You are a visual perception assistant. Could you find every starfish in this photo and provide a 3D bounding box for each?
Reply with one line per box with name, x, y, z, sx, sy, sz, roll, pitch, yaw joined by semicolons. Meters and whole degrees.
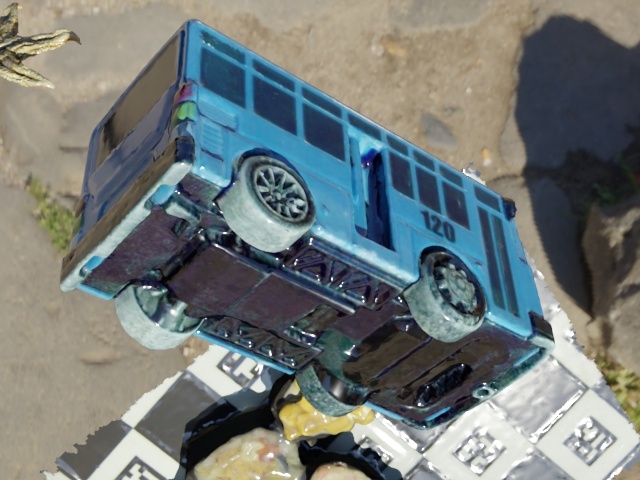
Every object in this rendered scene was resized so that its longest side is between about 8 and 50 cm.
starfish;-0.162;-0.090;0.528;0.092;0.016;0.086;-17;38;-23

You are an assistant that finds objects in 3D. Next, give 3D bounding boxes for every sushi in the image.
sushi;0.012;0.118;0.552;0.279;0.043;0.192;-33;103;5

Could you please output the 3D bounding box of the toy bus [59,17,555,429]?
toy bus;0.000;0.000;0.441;0.185;0.090;0.106;27;40;-29
